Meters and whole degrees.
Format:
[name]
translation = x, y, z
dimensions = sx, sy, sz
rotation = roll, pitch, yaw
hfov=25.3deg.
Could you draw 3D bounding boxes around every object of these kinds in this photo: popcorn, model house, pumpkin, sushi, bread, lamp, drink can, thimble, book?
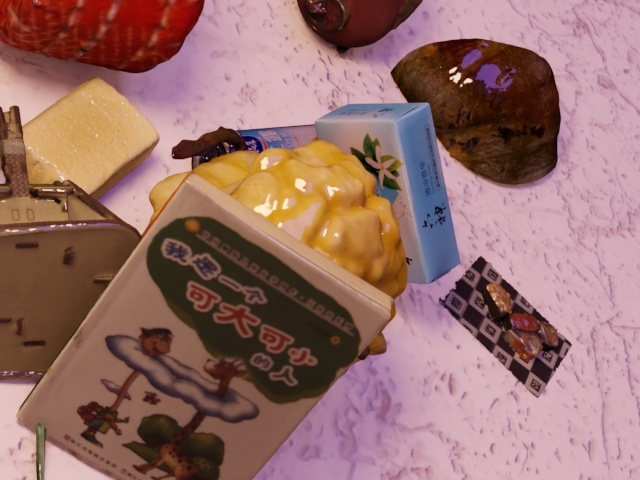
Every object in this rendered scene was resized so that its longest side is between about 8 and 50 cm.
[popcorn]
translation = -0.068, 0.009, 1.691
dimensions = 0.349, 0.349, 0.382
rotation = 6, 47, -32
[model house]
translation = -0.331, -0.012, 1.641
dimensions = 0.205, 0.218, 0.279
rotation = -2, 40, -20
[pumpkin]
translation = 0.276, -0.200, 2.202
dimensions = 0.312, 0.148, 0.169
rotation = 13, 49, -23
[sushi]
translation = 0.276, 0.113, 2.057
dimensions = 0.201, 0.031, 0.139
rotation = 44, 46, -1
[bread]
translation = -0.299, -0.116, 1.791
dimensions = 0.125, 0.068, 0.188
rotation = 44, 44, -1
[lamp]
translation = 0.063, -0.385, 2.173
dimensions = 0.180, 0.180, 0.258
rotation = 45, 47, 0
[drink can]
translation = -0.053, -0.108, 1.939
dimensions = 0.235, 0.097, 0.097
rotation = -7, 64, -39
[thimble]
translation = -0.291, -0.385, 1.808
dimensions = 0.230, 0.350, 0.350
rotation = 5, 57, -30
[book]
translation = -0.130, 0.131, 1.529
dimensions = 0.260, 0.371, 0.043
rotation = 32, 27, -12

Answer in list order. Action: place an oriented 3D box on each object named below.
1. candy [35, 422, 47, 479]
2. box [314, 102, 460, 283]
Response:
[candy]
translation = -0.294, 0.310, 1.495
dimensions = 0.077, 0.073, 0.262
rotation = -4, 55, -5
[box]
translation = 0.090, -0.064, 1.902
dimensions = 0.083, 0.142, 0.232
rotation = -28, 114, -43
